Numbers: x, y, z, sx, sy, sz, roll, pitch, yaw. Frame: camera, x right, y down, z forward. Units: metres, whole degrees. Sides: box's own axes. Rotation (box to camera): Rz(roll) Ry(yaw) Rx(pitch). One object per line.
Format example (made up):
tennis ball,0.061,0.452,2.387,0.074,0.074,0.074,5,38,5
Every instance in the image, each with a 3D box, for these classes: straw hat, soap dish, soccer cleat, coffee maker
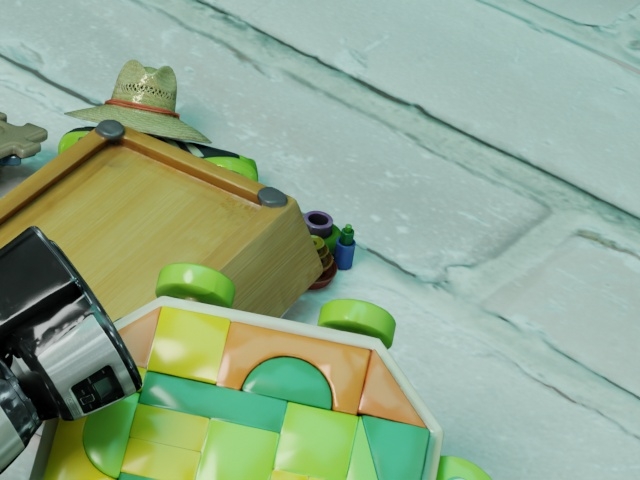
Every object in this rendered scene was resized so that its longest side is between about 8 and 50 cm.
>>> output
straw hat,-0.157,-0.129,1.740,0.144,0.061,0.144,12,4,-1
soap dish,-0.162,0.030,1.528,0.229,0.118,0.291,24,39,19
soccer cleat,-0.142,-0.066,1.725,0.179,0.060,0.072,12,19,1
coffee maker,-0.229,0.073,1.252,0.178,0.120,0.171,-35,82,-14

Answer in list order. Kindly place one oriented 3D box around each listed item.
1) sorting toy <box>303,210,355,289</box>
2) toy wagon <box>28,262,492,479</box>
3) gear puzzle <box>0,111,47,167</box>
sorting toy,0.000,0.000,1.671,0.061,0.042,0.102,9,35,0
toy wagon,-0.017,0.162,1.320,0.344,0.068,0.267,12,66,3
gear puzzle,-0.389,-0.050,1.623,0.175,0.044,0.339,21,29,28
